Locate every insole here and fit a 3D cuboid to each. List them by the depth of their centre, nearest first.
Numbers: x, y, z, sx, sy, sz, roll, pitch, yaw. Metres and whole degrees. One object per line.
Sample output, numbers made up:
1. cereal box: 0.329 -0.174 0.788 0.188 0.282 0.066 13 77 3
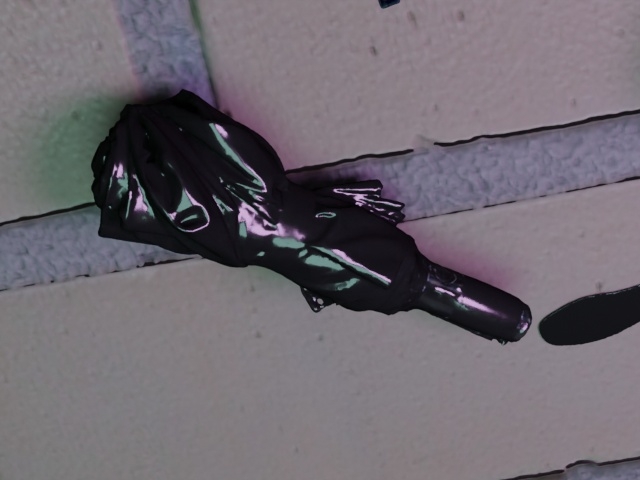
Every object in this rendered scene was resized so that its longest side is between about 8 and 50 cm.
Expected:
1. insole: 0.236 0.052 1.123 0.135 0.002 0.045 -22 121 12

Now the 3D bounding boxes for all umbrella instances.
1. umbrella: 0.000 0.000 1.025 0.340 0.118 0.118 24 118 -15

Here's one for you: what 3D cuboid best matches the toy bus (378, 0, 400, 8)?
1. toy bus: 0.044 -0.256 0.874 0.114 0.098 0.201 -19 118 8
